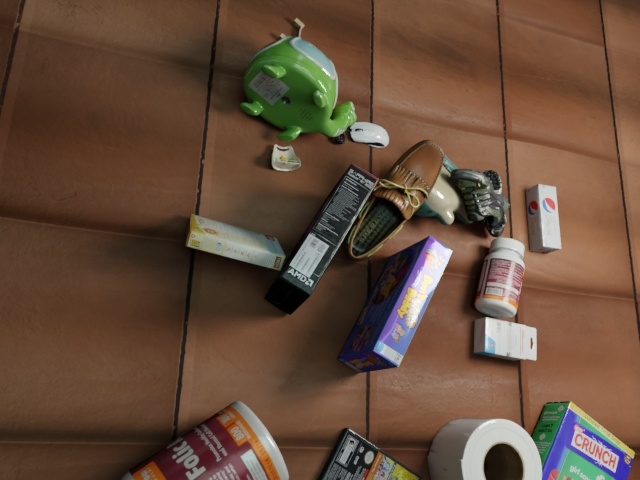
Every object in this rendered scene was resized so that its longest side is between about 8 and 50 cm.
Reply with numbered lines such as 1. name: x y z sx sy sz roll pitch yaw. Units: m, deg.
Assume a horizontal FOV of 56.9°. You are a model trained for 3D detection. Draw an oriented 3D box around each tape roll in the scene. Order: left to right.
1. tape roll: 0.433 0.597 1.563 0.246 0.169 0.246 6 73 -20

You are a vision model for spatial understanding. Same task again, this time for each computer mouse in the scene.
1. computer mouse: 0.127 -0.330 1.781 0.193 0.042 0.106 6 72 -19

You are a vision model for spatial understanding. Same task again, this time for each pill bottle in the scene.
1. pill bottle: -0.285 0.544 1.270 0.392 0.224 0.224 -30 87 -26
2. pill bottle: 0.543 0.111 1.771 0.121 0.121 0.221 24 68 -13

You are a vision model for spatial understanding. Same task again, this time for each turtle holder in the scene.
1. turtle holder: -0.043 -0.427 1.633 0.320 0.243 0.227 17 53 2

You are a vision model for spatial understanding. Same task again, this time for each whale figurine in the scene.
1. whale figurine: 0.349 -0.127 1.775 0.272 0.141 0.216 25 47 -38

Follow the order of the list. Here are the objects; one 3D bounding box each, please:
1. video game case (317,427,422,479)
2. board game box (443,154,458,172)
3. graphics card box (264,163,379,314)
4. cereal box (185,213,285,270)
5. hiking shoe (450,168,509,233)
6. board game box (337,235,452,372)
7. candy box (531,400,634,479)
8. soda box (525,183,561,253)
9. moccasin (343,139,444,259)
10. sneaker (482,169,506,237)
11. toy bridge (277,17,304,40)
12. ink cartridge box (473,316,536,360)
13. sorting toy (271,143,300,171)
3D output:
1. video game case: 0.101 0.661 1.490 0.248 0.035 0.275 36 65 -8
2. board game box: 0.411 -0.215 1.819 0.186 0.126 0.026 45 103 -4
3. graphics card box: 0.000 0.000 1.531 0.094 0.233 0.371 32 67 -4
4. cereal box: -0.216 0.003 1.485 0.240 0.173 0.047 17 102 -15
5. hiking shoe: 0.453 -0.116 1.703 0.227 0.086 0.114 35 70 -21
6. board game box: 0.192 0.173 1.556 0.078 0.233 0.347 34 66 -9
7. candy box: 0.716 0.666 1.678 0.268 0.122 0.317 37 64 -7
8. soda box: 0.724 -0.071 1.923 0.074 0.069 0.216 8 72 -19
9. moccasin: 0.196 -0.107 1.595 0.139 0.147 0.380 43 98 -3
10. sneaker: 0.537 -0.110 1.858 0.078 0.106 0.234 -7 58 13
11. toy bridge: -0.099 -0.594 1.778 0.063 0.026 0.188 40 65 -9
12. ink cartridge box: 0.548 0.297 1.753 0.180 0.060 0.104 14 70 -17
13. sorting toy: -0.104 -0.237 1.668 0.083 0.045 0.075 4 66 -20
